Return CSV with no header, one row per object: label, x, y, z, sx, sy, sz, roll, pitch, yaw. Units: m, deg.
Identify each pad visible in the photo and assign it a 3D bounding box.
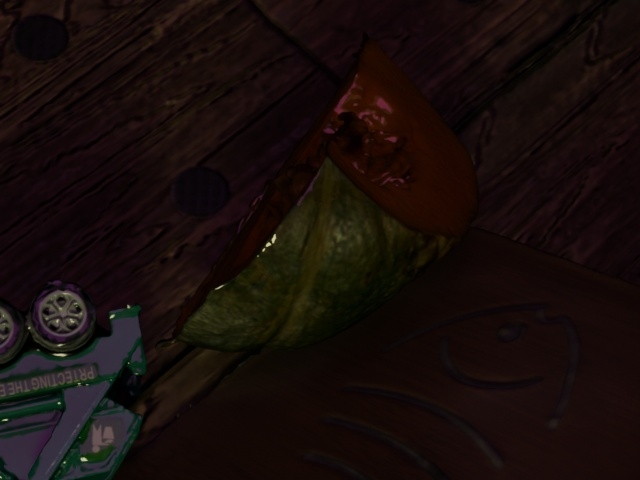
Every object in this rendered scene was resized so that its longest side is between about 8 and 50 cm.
pad,0.056,0.097,0.861,0.284,0.018,0.286,-37,34,-22

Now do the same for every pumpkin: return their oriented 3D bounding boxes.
pumpkin,0.003,0.001,0.959,0.111,0.163,0.278,40,22,-10

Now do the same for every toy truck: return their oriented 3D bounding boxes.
toy truck,-0.196,0.102,0.876,0.216,0.110,0.116,-11,75,-13
